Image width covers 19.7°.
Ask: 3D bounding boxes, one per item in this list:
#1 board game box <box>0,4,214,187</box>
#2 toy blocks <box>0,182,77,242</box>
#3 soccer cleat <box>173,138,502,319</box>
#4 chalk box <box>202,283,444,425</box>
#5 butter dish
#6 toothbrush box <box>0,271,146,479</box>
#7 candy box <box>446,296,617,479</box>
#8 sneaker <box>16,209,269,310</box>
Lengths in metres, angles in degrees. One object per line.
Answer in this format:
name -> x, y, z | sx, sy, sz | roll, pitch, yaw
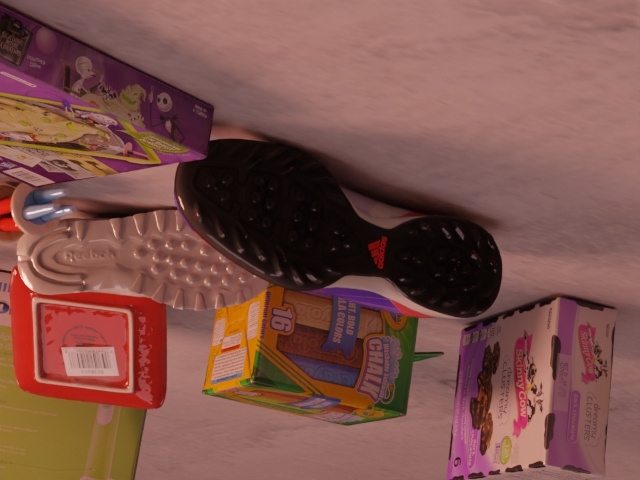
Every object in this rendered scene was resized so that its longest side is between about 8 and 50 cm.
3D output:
board game box -> -0.270, -0.121, 1.323 | 0.208, 0.056, 0.347 | -1, 162, 44
toy blocks -> -0.294, -0.036, 1.610 | 0.123, 0.054, 0.148 | 22, 159, -39
soccer cleat -> 0.000, 0.000, 1.501 | 0.318, 0.109, 0.116 | 17, 166, -34
chalk box -> 0.013, 0.104, 1.792 | 0.213, 0.132, 0.132 | 15, 163, -21
butter dish -> -0.226, 0.077, 1.875 | 0.160, 0.118, 0.160 | 6, 120, 6
toothbrush box -> -0.292, 0.193, 1.981 | 0.206, 0.283, 0.122 | 9, 165, -3
candy box -> 0.205, 0.155, 1.805 | 0.070, 0.165, 0.196 | 14, 163, -21
sneaker -> -0.156, 0.014, 1.691 | 0.235, 0.090, 0.095 | 7, -179, 10
